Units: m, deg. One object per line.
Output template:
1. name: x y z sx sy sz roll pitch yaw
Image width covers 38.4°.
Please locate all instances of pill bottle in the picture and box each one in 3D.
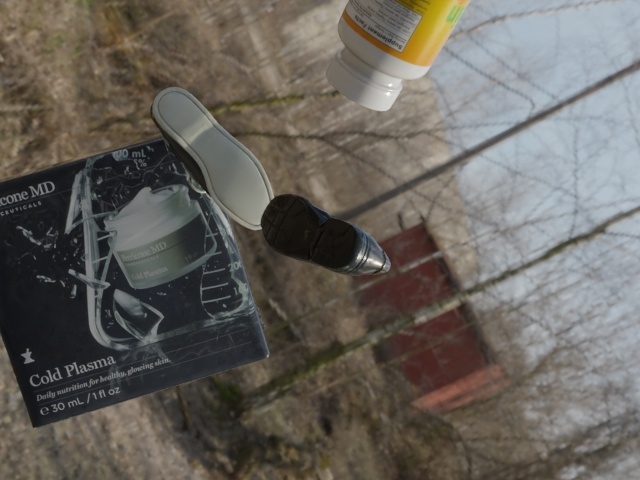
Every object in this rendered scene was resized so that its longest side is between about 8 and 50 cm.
1. pill bottle: 0.106 -0.296 1.188 0.136 0.245 0.136 24 28 -14

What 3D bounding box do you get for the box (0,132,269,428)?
1. box: -0.398 0.054 1.846 0.297 0.480 0.471 -133 -153 -80

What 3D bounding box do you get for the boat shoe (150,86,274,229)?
1. boat shoe: -0.166 -0.120 1.405 0.254 0.095 0.079 46 -12 -7

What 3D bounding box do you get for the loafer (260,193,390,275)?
1. loafer: 0.000 0.000 0.914 0.061 0.062 0.170 27 3 -40
